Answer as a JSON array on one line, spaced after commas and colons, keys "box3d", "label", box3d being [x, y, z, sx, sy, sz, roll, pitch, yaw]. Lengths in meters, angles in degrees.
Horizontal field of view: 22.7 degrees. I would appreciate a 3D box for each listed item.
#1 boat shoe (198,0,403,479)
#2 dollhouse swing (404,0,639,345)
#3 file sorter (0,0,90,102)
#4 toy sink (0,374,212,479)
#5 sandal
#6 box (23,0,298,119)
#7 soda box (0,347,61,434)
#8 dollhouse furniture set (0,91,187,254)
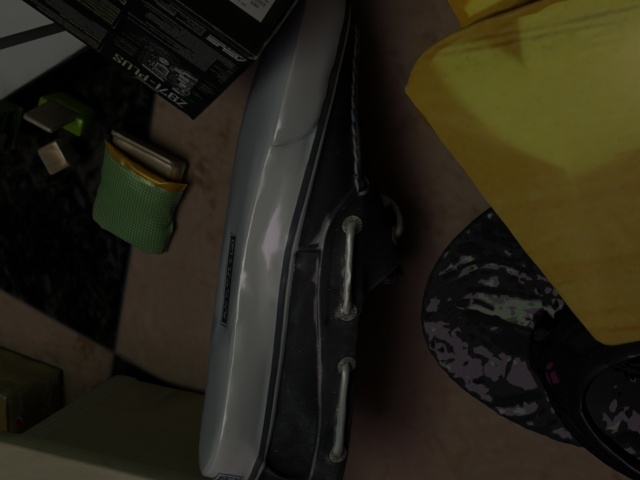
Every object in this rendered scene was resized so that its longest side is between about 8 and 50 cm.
[{"box3d": [0.000, 0.000, 0.940, 0.102, 0.108, 0.301, 8, 94, -13], "label": "boat shoe"}, {"box3d": [0.194, -0.171, 0.586, 0.315, 0.347, 0.305, -16, 97, 37], "label": "dollhouse swing"}, {"box3d": [-0.291, -0.213, 1.016, 0.193, 0.173, 0.278, -24, 92, 37], "label": "file sorter"}, {"box3d": [-0.123, 0.187, 1.073, 0.234, 0.131, 0.153, 8, 111, 27], "label": "toy sink"}, {"box3d": [0.237, 0.071, 0.795, 0.445, 0.107, 0.167, 13, 114, 31], "label": "sandal"}, {"box3d": [-0.107, -0.162, 0.887, 0.180, 0.077, 0.147, 34, 163, -9], "label": "box"}, {"box3d": [-0.280, 0.107, 1.195, 0.181, 0.061, 0.058, 15, 114, 29], "label": "soda box"}, {"box3d": [-0.166, -0.045, 1.052, 0.151, 0.058, 0.076, 28, 121, 15], "label": "dollhouse furniture set"}]
